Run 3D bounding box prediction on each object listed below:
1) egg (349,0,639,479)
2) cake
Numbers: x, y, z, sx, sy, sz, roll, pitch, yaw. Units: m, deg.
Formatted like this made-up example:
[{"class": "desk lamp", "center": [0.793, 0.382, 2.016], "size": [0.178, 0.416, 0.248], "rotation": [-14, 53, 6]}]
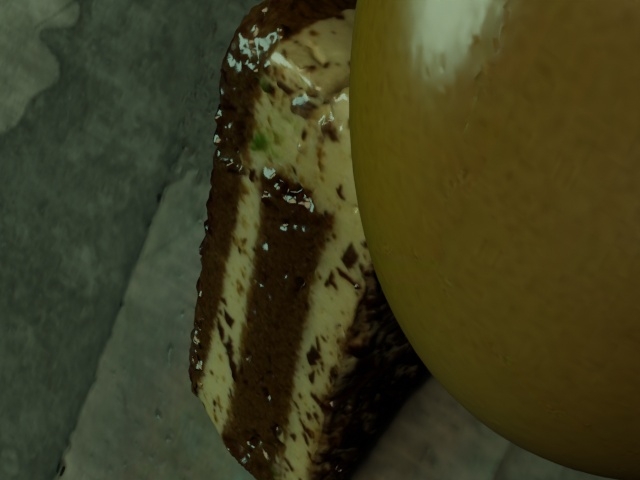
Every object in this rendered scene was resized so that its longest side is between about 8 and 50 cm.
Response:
[{"class": "egg", "center": [0.136, -0.068, 0.556], "size": [0.250, 0.250, 0.322], "rotation": [45, 125, 37]}, {"class": "cake", "center": [-0.009, 0.007, 0.751], "size": [0.246, 0.135, 0.112], "rotation": [-53, 54, 23]}]
